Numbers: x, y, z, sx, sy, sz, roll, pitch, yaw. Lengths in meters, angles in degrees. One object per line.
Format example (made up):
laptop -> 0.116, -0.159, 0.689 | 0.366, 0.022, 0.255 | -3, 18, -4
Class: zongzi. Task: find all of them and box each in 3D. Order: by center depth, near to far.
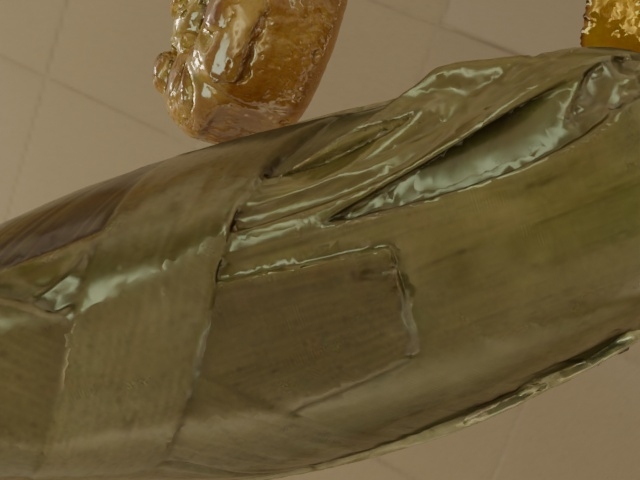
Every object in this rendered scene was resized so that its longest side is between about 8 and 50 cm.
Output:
zongzi -> 0.007, 0.021, 0.632 | 0.500, 0.467, 0.218 | -22, 85, 31

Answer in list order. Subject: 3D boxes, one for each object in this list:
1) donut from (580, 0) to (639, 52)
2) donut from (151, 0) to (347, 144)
donut -> 0.253, -0.104, 0.867 | 0.101, 0.259, 0.152 | 20, 87, 29
donut -> -0.063, -0.187, 1.038 | 0.226, 0.114, 0.226 | -50, 31, 46
